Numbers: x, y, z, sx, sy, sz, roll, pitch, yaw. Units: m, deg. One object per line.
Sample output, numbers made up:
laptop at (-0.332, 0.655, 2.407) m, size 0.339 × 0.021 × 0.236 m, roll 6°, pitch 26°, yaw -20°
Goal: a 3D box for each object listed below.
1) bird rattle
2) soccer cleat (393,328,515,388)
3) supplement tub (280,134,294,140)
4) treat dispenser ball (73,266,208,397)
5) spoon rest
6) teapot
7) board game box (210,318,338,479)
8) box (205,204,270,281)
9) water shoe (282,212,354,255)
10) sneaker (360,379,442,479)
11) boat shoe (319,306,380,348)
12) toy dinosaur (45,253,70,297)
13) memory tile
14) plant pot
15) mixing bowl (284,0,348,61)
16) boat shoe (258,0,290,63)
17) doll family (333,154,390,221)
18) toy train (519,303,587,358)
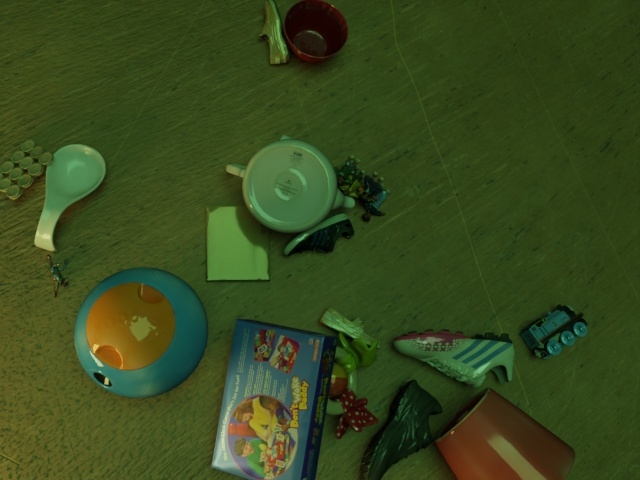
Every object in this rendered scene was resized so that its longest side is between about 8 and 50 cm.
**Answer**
bird rattle at (0.039, 0.348, 1.594) m, size 0.207 × 0.143 × 0.253 m, roll 21°, pitch 75°, yaw -43°
soccer cleat at (0.351, 0.306, 1.695) m, size 0.331 × 0.116 × 0.143 m, roll 4°, pitch 75°, yaw -12°
supplement tub at (-0.068, -0.229, 1.767) m, size 0.107 × 0.071 × 0.071 m, roll 31°, pitch 72°, yaw -3°
treat dispenser ball at (-0.396, 0.204, 1.469) m, size 0.288 × 0.288 × 0.288 m, roll 3°, pitch 75°, yaw -12°
spoon rest at (-0.621, -0.112, 1.609) m, size 0.137 × 0.084 × 0.276 m, roll 18°, pitch 74°, yaw -5°
teapot at (-0.078, -0.139, 1.682) m, size 0.253 × 0.187 × 0.256 m, roll -28°, pitch 94°, yaw 5°
board game box at (-0.106, 0.369, 1.501) m, size 0.233 × 0.078 × 0.347 m, roll 8°, pitch 86°, yaw 27°
box at (-0.213, 0.006, 1.700) m, size 0.165 × 0.021 × 0.201 m, roll 0°, pitch 76°, yaw -12°
water shoe at (0.000, 0.000, 1.722) m, size 0.203 × 0.073 × 0.080 m, roll -30°, pitch 86°, yaw -17°
sneaker at (0.202, 0.488, 1.617) m, size 0.130 × 0.109 × 0.286 m, roll 34°, pitch 73°, yaw 3°
boat shoe at (0.084, 0.222, 1.687) m, size 0.170 × 0.063 × 0.059 m, roll 27°, pitch 78°, yaw -4°
toy dinosaur at (-0.641, 0.075, 1.582) m, size 0.082 × 0.047 × 0.090 m, roll 36°, pitch 81°, yaw 18°
memory tile at (-0.731, -0.175, 1.615) m, size 0.113 × 0.012 × 0.148 m, roll 30°, pitch 72°, yaw 25°
plant pot at (0.429, 0.512, 1.600) m, size 0.275 × 0.275 × 0.243 m, roll -40°, pitch 77°, yaw -18°
mixing bowl at (-0.021, -0.572, 1.851) m, size 0.182 × 0.098 × 0.181 m, roll 3°, pitch 75°, yaw -12°
boat shoe at (-0.140, -0.585, 1.849) m, size 0.072 × 0.068 × 0.190 m, roll -14°, pitch 79°, yaw -4°
doll family at (0.108, -0.134, 1.781) m, size 0.193 × 0.076 × 0.111 m, roll 34°, pitch 67°, yaw -5°
toy train at (0.641, 0.246, 1.796) m, size 0.184 × 0.080 × 0.105 m, roll -29°, pitch 78°, yaw -17°
